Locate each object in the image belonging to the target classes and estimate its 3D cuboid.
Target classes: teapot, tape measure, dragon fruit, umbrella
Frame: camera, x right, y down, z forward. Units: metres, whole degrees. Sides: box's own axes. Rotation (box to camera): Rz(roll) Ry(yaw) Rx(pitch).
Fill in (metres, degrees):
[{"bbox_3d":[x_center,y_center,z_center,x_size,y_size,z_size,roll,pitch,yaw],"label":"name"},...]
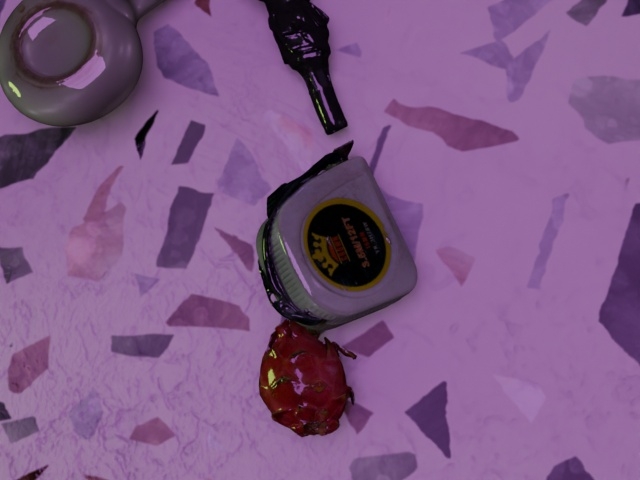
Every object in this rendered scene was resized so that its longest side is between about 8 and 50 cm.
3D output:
[{"bbox_3d":[-0.299,-0.282,1.812,0.318,0.149,0.220,-22,75,4],"label":"teapot"},{"bbox_3d":[0.000,0.000,1.746,0.207,0.115,0.235,-20,80,-29],"label":"tape measure"},{"bbox_3d":[-0.026,0.188,1.749,0.136,0.133,0.166,-12,77,-40],"label":"dragon fruit"},{"bbox_3d":[-0.039,-0.310,1.819,0.118,0.118,0.340,-21,86,3],"label":"umbrella"}]
